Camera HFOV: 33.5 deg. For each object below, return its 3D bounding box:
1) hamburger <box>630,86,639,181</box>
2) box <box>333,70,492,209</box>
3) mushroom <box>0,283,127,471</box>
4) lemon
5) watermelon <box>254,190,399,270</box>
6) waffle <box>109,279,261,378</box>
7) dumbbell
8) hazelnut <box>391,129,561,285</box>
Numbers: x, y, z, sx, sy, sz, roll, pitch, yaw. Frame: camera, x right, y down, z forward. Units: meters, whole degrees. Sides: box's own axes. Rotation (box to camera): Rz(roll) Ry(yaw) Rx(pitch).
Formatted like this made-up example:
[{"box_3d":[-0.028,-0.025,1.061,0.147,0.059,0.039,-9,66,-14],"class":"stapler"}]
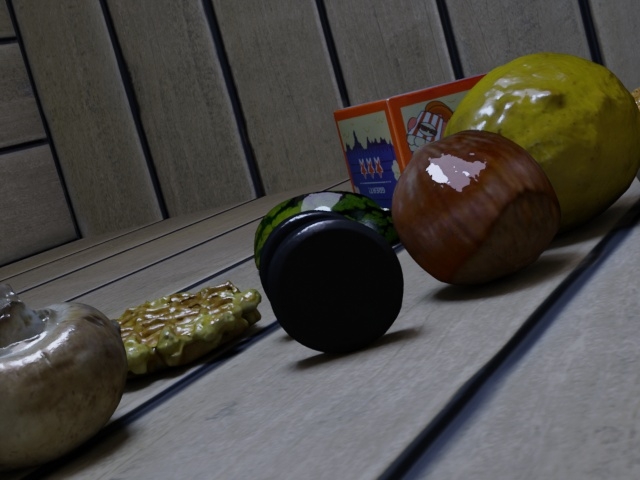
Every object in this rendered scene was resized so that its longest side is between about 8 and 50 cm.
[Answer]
[{"box_3d":[0.621,-0.192,1.712,0.302,0.170,0.302,-16,8,2],"class":"hamburger"},{"box_3d":[0.256,-0.187,2.126,0.349,0.256,0.318,-17,8,-18],"class":"box"},{"box_3d":[-0.316,0.141,1.102,0.255,0.184,0.255,-29,6,3],"class":"mushroom"},{"box_3d":[0.320,-0.139,1.559,0.316,0.285,0.285,3,1,-17],"class":"lemon"},{"box_3d":[-0.009,-0.024,1.918,0.303,0.128,0.159,-13,7,15],"class":"watermelon"},{"box_3d":[-0.227,0.129,1.451,0.325,0.068,0.302,-7,11,41],"class":"waffle"},{"box_3d":[0.008,0.043,1.272,0.152,0.152,0.218,-16,6,-5],"class":"dumbbell"},{"box_3d":[0.193,-0.042,1.352,0.214,0.214,0.176,-19,-22,-28],"class":"hazelnut"}]
